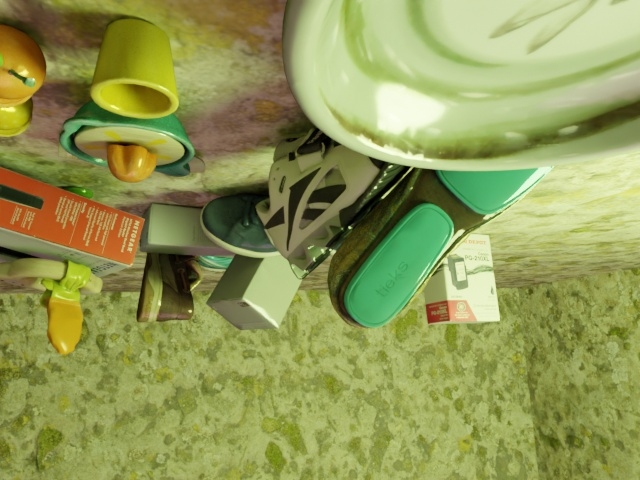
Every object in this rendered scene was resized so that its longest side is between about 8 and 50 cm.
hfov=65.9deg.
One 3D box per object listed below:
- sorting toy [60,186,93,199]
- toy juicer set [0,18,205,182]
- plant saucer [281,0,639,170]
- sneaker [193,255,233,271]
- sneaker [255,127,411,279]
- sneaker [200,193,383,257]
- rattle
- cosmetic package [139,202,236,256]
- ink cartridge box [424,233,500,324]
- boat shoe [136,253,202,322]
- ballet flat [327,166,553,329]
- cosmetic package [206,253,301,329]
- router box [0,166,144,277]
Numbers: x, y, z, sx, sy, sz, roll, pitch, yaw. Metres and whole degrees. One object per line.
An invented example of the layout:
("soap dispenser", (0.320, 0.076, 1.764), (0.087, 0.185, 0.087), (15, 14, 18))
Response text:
("sorting toy", (-0.438, -0.063, 0.838), (0.102, 0.042, 0.061), (-2, 169, 0))
("toy juicer set", (-0.241, -0.106, 0.526), (0.209, 0.089, 0.329), (-1, 169, -8))
("plant saucer", (0.174, -0.155, 0.310), (0.400, 0.101, 0.400), (-3, 168, -1))
("sneaker", (-0.186, 0.036, 1.257), (0.275, 0.107, 0.110), (1, 159, -15))
("sneaker", (0.011, -0.089, 0.589), (0.122, 0.146, 0.330), (-35, 171, -47))
("sneaker", (-0.030, -0.050, 0.827), (0.350, 0.131, 0.148), (4, 148, -2))
("rattle", (-0.457, 0.096, 0.770), (0.199, 0.143, 0.130), (2, 175, 2))
("cosmetic package", (-0.243, -0.015, 1.016), (0.231, 0.085, 0.117), (7, 167, -28))
("ink cartridge box", (0.370, 0.101, 1.323), (0.172, 0.237, 0.100), (4, 165, -26))
("boat shoe", (-0.318, 0.077, 1.067), (0.123, 0.123, 0.342), (10, -166, -19))
("ballet flat", (0.135, -0.049, 0.561), (0.348, 0.123, 0.123), (-47, 160, 5))
("cosmetic package", (-0.098, 0.047, 0.938), (0.127, 0.238, 0.107), (-11, 135, 47))
("router box", (-0.496, -0.018, 0.789), (0.301, 0.082, 0.335), (23, 156, -36))
